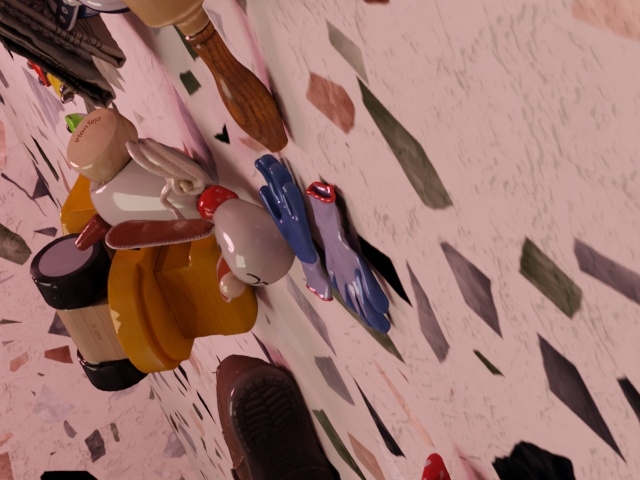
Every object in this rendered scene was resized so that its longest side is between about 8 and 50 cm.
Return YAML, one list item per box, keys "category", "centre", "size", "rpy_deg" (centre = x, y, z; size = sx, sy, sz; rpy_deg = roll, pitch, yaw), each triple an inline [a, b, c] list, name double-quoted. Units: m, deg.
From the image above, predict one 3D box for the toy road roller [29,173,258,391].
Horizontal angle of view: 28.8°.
- category: "toy road roller"
  centre: [-0.198, 0.025, 1.599]
  size: [0.330, 0.240, 0.202]
  rpy_deg: [-79, -24, -50]

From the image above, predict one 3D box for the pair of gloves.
- category: "pair of gloves"
  centre: [0.000, 0.000, 1.145]
  size: [0.198, 0.023, 0.159]
  rpy_deg: [33, 148, 58]

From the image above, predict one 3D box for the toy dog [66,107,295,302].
- category: "toy dog"
  centre: [-0.176, -0.016, 1.358]
  size: [0.220, 0.161, 0.333]
  rpy_deg: [32, -178, -25]

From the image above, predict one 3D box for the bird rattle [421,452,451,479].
- category: "bird rattle"
  centre: [0.147, 0.306, 1.070]
  size: [0.207, 0.143, 0.253]
  rpy_deg: [44, 169, -5]

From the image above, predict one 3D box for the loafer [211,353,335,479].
- category: "loafer"
  centre: [-0.066, 0.300, 1.768]
  size: [0.130, 0.133, 0.366]
  rpy_deg: [47, 151, 52]

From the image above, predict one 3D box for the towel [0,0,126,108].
- category: "towel"
  centre: [-0.349, -0.315, 1.330]
  size: [0.312, 0.056, 0.324]
  rpy_deg: [34, -156, -56]

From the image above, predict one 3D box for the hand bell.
- category: "hand bell"
  centre: [-0.094, -0.167, 1.032]
  size: [0.242, 0.126, 0.126]
  rpy_deg: [53, 171, -33]

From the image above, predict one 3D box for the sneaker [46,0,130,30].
- category: "sneaker"
  centre: [-0.212, -0.252, 1.192]
  size: [0.282, 0.099, 0.153]
  rpy_deg: [-125, 19, -44]

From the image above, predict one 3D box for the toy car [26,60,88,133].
- category: "toy car"
  centre: [-0.377, -0.212, 1.910]
  size: [0.239, 0.053, 0.225]
  rpy_deg: [35, 152, 59]
